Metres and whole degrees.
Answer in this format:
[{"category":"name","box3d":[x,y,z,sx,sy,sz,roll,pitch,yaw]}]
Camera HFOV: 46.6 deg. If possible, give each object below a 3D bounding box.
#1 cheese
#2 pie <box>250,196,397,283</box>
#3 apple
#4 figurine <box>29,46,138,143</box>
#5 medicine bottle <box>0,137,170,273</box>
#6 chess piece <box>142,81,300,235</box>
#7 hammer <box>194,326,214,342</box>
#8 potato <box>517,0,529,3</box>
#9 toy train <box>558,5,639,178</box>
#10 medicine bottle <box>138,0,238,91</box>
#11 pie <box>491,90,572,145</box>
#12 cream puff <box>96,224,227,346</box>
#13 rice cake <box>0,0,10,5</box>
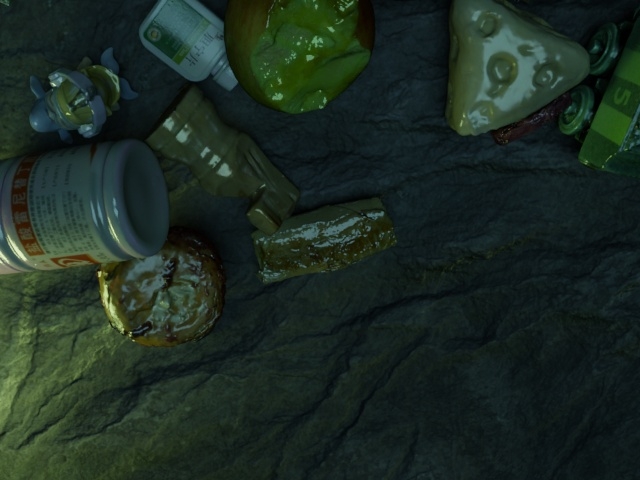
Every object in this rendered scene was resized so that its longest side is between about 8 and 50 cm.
[{"category":"cheese","box3d":[0.335,-0.324,1.276,0.247,0.174,0.252,-10,108,0]},{"category":"pie","box3d":[0.000,0.000,1.427,0.282,0.068,0.129,-16,112,2]},{"category":"apple","box3d":[-0.033,-0.321,1.194,0.246,0.246,0.226,7,117,-8]},{"category":"figurine","box3d":[-0.397,-0.240,1.240,0.208,0.183,0.128,-44,119,-34]},{"category":"medicine bottle","box3d":[-0.436,-0.053,1.254,0.315,0.202,0.202,-8,114,13]},{"category":"chess piece","box3d":[-0.161,-0.136,1.331,0.301,0.137,0.137,39,104,-22]},{"category":"hammer","box3d":[-0.310,0.151,1.484,0.200,0.021,0.078,15,110,-11]},{"category":"potato","box3d":[0.308,-0.469,1.253,0.172,0.089,0.101,22,106,-12]},{"category":"toy train","box3d":[0.545,-0.251,1.288,0.166,0.238,0.299,10,112,-13]},{"category":"medicine bottle","box3d":[-0.210,-0.336,1.268,0.183,0.069,0.119,37,103,-19]},{"category":"pie","box3d":[0.377,-0.218,1.332,0.153,0.153,0.038,-30,98,7]},{"category":"cream puff","box3d":[-0.293,0.080,1.383,0.239,0.164,0.240,-8,118,-16]},{"category":"rice cake","box3d":[-0.606,-0.457,1.194,0.226,0.040,0.085,16,110,-12]}]
